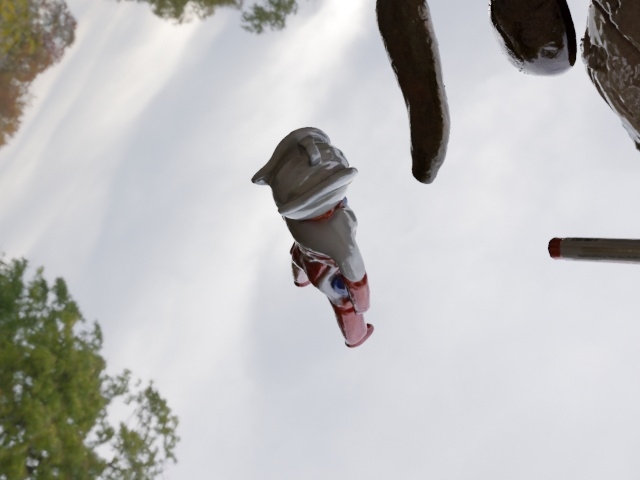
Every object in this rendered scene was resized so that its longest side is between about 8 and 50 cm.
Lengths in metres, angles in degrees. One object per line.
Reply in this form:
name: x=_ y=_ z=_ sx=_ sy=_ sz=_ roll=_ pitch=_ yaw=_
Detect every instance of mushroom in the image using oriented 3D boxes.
mushroom: x=0.231 y=-0.233 z=0.707 sx=0.087 sy=0.127 sz=0.127 roll=-32 pitch=-144 yaw=5

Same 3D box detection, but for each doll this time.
doll: x=0.000 y=0.000 z=0.813 sx=0.099 sy=0.384 sz=0.188 roll=-36 pitch=-115 yaw=-12

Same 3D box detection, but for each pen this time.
pen: x=0.306 y=0.011 z=0.593 sx=0.239 sy=0.028 sz=0.028 roll=3 pitch=-119 yaw=58

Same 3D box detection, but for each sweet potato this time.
sweet potato: x=0.125 y=-0.209 z=0.857 sx=0.075 sy=0.075 sz=0.274 roll=-17 pitch=-99 yaw=42

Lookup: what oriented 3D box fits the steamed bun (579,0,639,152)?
steamed bun: x=0.414 y=-0.215 z=0.656 sx=0.199 sy=0.301 sz=0.252 roll=-25 pitch=-110 yaw=-9
